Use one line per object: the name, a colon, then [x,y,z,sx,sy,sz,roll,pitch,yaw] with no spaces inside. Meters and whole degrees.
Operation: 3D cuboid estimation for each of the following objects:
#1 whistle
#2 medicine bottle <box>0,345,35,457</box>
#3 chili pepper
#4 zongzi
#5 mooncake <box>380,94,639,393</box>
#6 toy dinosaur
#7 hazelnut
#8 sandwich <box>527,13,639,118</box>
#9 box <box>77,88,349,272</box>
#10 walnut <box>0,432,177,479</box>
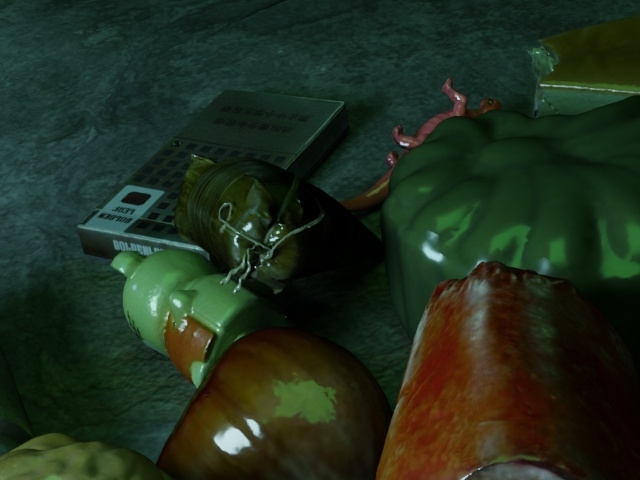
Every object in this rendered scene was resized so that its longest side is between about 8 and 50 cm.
whistle: [-0.095,0.088,1.262,0.288,0.131,0.106,31,82,41]
medicine bottle: [-0.353,0.148,1.211,0.151,0.151,0.322,-21,35,-14]
chili pepper: [0.161,0.169,0.960,0.229,0.251,0.305,-32,19,29]
zongzi: [0.000,0.000,1.270,0.241,0.111,0.248,13,7,-20]
mooncake: [0.228,-0.003,1.245,0.351,0.187,0.351,-5,35,4]
toy dinosaur: [0.139,-0.079,1.505,0.139,0.070,0.286,35,53,19]
hazelnut: [-0.025,0.179,1.072,0.210,0.210,0.186,-6,3,7]
sandwich: [0.329,-0.120,1.413,0.198,0.155,0.227,-15,34,-2]
box: [-0.118,-0.076,1.561,0.180,0.047,0.325,10,40,28]
walnut: [-0.185,0.268,0.937,0.257,0.257,0.224,-33,15,-29]
